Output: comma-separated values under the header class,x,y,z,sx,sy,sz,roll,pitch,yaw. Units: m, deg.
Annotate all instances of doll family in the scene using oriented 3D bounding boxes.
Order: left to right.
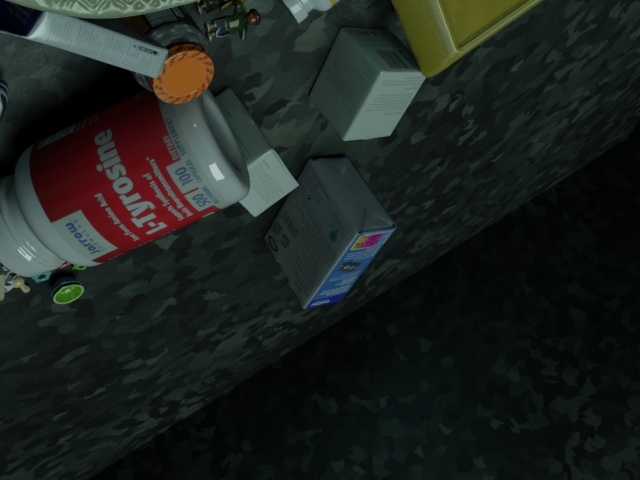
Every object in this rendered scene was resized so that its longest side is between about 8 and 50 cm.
class,x,y,z,sx,sy,sz,roll,pitch,yaw
doll family,-0.142,-0.405,0.899,0.111,0.076,0.193,-23,151,-15

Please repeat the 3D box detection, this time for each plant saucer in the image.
class,x,y,z,sx,sy,sz,roll,pitch,yaw
plant saucer,0.288,-0.511,1.069,0.333,0.081,0.332,-35,128,1

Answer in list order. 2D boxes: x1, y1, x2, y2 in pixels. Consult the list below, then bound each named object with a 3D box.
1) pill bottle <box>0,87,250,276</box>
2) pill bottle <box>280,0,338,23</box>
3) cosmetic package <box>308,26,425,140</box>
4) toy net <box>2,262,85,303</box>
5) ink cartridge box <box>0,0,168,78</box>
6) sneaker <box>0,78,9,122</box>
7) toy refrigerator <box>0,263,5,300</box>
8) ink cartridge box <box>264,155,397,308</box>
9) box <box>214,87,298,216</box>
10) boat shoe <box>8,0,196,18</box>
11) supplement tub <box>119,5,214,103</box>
class,x,y,z,sx,sy,sz,roll,pitch,yaw
pill bottle,-0.345,-0.096,0.979,0.408,0.229,0.229,-24,157,6
pill bottle,0.011,-0.453,0.970,0.184,0.103,0.103,-38,156,8
cosmetic package,0.100,-0.334,1.250,0.151,0.151,0.183,-13,148,-40
toy net,-0.606,0.083,1.244,0.122,0.045,0.232,-44,155,22
ink cartridge box,-0.336,-0.279,0.698,0.224,0.223,0.045,-1,122,-55
sneaker,-0.542,-0.159,0.863,0.098,0.083,0.223,16,124,-35
toy refrigerator,-0.717,0.080,1.024,0.270,0.102,0.094,-15,150,-39
ink cartridge box,0.000,0.000,1.602,0.151,0.270,0.395,-6,144,-39
box,-0.158,-0.174,1.177,0.119,0.181,0.182,-35,157,2
boat shoe,-0.177,-0.358,0.621,0.501,0.156,0.186,-17,142,-28
supplement tub,-0.236,-0.293,0.837,0.117,0.190,0.117,-28,156,-14
